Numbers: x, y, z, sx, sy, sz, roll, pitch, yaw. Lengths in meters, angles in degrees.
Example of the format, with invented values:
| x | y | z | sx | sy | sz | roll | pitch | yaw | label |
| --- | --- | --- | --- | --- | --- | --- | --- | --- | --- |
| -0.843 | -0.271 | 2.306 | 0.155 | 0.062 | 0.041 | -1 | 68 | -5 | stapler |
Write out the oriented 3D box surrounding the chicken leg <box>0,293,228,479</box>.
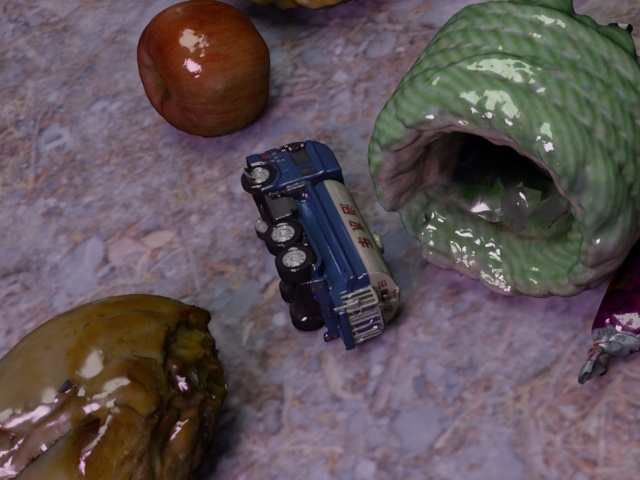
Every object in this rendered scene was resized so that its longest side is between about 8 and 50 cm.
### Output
| x | y | z | sx | sy | sz | roll | pitch | yaw | label |
| --- | --- | --- | --- | --- | --- | --- | --- | --- | --- |
| -0.238 | 0.195 | 1.135 | 0.429 | 0.152 | 0.201 | -41 | 33 | -8 | chicken leg |

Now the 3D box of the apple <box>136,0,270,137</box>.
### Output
| x | y | z | sx | sy | sz | roll | pitch | yaw | label |
| --- | --- | --- | --- | --- | --- | --- | --- | --- | --- |
| -0.104 | -0.157 | 1.424 | 0.102 | 0.126 | 0.126 | -22 | 41 | -23 | apple |

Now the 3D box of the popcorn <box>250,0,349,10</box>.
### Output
| x | y | z | sx | sy | sz | roll | pitch | yaw | label |
| --- | --- | --- | --- | --- | --- | --- | --- | --- | --- |
| -0.025 | -0.317 | 1.513 | 0.218 | 0.169 | 0.189 | 25 | 62 | 31 | popcorn |

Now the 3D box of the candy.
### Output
| x | y | z | sx | sy | sz | roll | pitch | yaw | label |
| --- | --- | --- | --- | --- | --- | --- | --- | --- | --- |
| 0.229 | 0.039 | 1.146 | 0.043 | 0.045 | 0.175 | 14 | 54 | 26 | candy |

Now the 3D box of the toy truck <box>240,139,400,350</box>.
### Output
| x | y | z | sx | sy | sz | roll | pitch | yaw | label |
| --- | --- | --- | --- | --- | --- | --- | --- | --- | --- |
| 0.000 | 0.000 | 1.260 | 0.088 | 0.074 | 0.201 | -20 | 43 | -4 | toy truck |

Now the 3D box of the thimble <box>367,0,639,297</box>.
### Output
| x | y | z | sx | sy | sz | roll | pitch | yaw | label |
| --- | --- | --- | --- | --- | --- | --- | --- | --- | --- |
| 0.149 | -0.067 | 1.172 | 0.219 | 0.219 | 0.150 | 13 | 51 | 32 | thimble |
